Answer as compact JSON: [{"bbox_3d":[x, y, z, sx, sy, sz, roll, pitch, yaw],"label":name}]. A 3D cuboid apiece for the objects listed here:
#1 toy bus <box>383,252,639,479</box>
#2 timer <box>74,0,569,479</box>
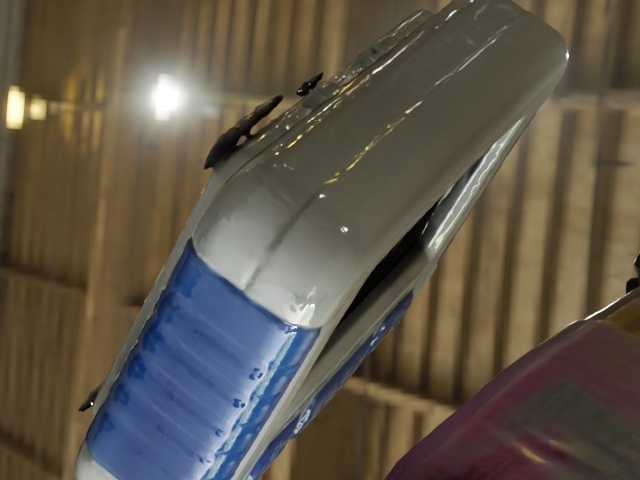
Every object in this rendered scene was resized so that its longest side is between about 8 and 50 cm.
[{"bbox_3d":[0.126,0.207,0.648,0.171,0.162,0.386,40,-35,48],"label":"toy bus"},{"bbox_3d":[0.000,0.000,0.738,0.253,0.078,0.178,-42,165,-54],"label":"timer"}]
